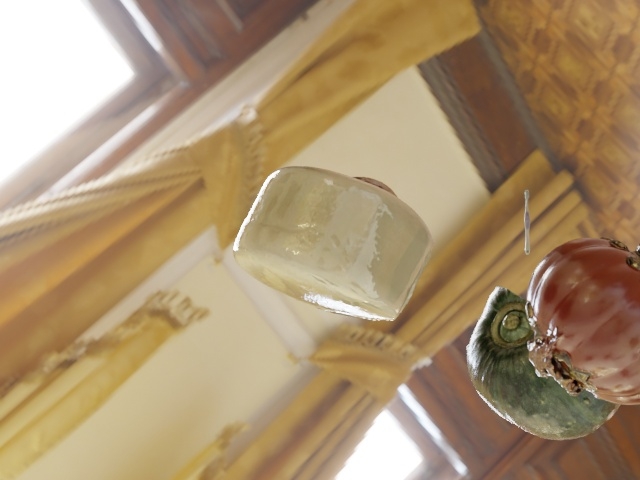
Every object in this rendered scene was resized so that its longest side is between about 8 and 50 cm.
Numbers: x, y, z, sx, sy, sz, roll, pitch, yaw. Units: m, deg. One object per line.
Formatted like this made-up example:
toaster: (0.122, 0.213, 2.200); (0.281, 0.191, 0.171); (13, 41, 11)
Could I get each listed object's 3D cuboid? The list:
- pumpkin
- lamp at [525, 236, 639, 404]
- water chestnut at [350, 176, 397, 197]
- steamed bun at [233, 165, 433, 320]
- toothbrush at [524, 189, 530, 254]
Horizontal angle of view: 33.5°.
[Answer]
pumpkin: (0.398, 0.249, 1.946); (0.293, 0.197, 0.263); (35, 178, 46)
lamp: (0.355, 0.104, 1.332); (0.227, 0.227, 0.227); (45, 166, 14)
water chestnut: (0.047, -0.007, 1.909); (0.224, 0.223, 0.238); (50, -172, -8)
steamed bun: (0.000, 0.000, 1.302); (0.241, 0.146, 0.164); (12, 161, 45)
toothbrush: (0.416, -0.036, 2.139); (0.013, 0.011, 0.131); (-42, -50, -73)
